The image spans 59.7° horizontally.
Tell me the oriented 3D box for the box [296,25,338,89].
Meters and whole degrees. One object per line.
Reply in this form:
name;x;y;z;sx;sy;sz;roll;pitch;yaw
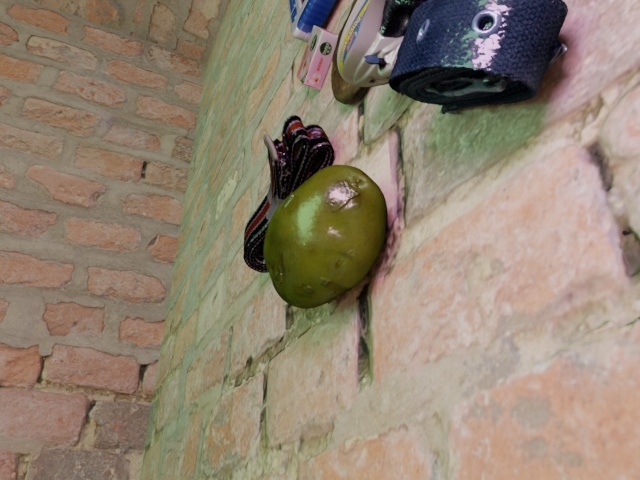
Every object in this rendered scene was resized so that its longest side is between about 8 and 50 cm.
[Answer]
box;-0.008;-0.412;1.257;0.089;0.043;0.125;-119;47;-60

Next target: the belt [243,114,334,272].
belt;-0.080;-0.083;1.148;0.094;0.126;0.359;-113;35;-42

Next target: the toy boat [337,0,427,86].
toy boat;0.123;-0.307;0.763;0.140;0.141;0.269;-102;31;-48

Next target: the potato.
potato;0.000;0.000;0.843;0.186;0.149;0.253;-100;31;-50

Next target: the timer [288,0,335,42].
timer;-0.011;-0.612;1.345;0.178;0.078;0.253;-50;34;43

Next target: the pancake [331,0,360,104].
pancake;0.073;-0.372;1.023;0.242;0.050;0.242;-167;90;-68

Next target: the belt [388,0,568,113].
belt;0.164;-0.218;0.604;0.128;0.122;0.218;-71;21;5
